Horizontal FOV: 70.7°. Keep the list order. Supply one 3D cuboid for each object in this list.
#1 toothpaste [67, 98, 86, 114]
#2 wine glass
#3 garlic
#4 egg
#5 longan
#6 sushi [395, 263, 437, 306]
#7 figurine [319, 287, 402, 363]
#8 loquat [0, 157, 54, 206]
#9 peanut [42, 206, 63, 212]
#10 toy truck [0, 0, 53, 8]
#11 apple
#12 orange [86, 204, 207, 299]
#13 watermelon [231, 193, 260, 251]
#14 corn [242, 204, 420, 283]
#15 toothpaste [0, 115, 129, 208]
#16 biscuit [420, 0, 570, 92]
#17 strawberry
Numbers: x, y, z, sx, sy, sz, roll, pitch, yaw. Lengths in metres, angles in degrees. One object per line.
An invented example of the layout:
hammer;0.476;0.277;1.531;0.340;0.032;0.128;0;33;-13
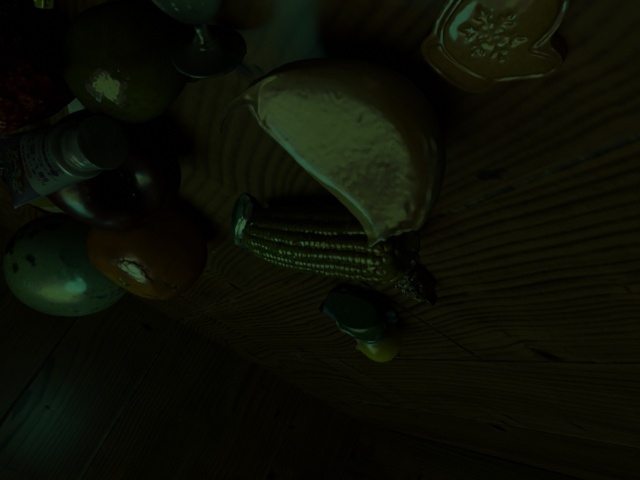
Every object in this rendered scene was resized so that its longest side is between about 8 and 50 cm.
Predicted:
toothpaste;-0.462;-0.253;0.857;0.048;0.031;0.190;35;151;-11
wine glass;-0.132;-0.264;0.434;0.093;0.092;0.202;22;155;11
garlic;0.031;-0.110;0.492;0.245;0.164;0.145;36;172;-8
egg;-0.814;0.080;1.491;0.429;0.344;0.345;5;150;14
longan;-0.236;-0.221;0.577;0.155;0.144;0.176;30;-157;37
sushi;0.173;0.080;0.857;0.052;0.055;0.120;6;147;50
figurine;0.107;0.214;1.118;0.185;0.127;0.234;17;164;32
loquat;-0.635;-0.165;1.057;0.205;0.172;0.150;-10;-165;-36
peanut;-0.682;-0.128;1.218;0.254;0.122;0.137;15;163;15
toy truck;-0.387;-0.352;0.480;0.286;0.111;0.136;32;126;10
apple;-0.361;-0.127;0.790;0.234;0.233;0.234;22;155;11
orange;-0.421;0.018;1.112;0.284;0.225;0.283;17;153;9
watermelon;-0.132;-0.015;0.960;0.139;0.071;0.187;20;155;4
corn;0.000;0.000;0.785;0.345;0.131;0.131;4;147;42
toothpaste;-0.381;-0.112;0.628;0.300;0.073;0.113;-3;101;35
biscuit;0.159;-0.179;0.394;0.118;0.023;0.140;28;155;-1
strawberry;-0.487;-0.256;0.635;0.258;0.257;0.277;5;-176;40
